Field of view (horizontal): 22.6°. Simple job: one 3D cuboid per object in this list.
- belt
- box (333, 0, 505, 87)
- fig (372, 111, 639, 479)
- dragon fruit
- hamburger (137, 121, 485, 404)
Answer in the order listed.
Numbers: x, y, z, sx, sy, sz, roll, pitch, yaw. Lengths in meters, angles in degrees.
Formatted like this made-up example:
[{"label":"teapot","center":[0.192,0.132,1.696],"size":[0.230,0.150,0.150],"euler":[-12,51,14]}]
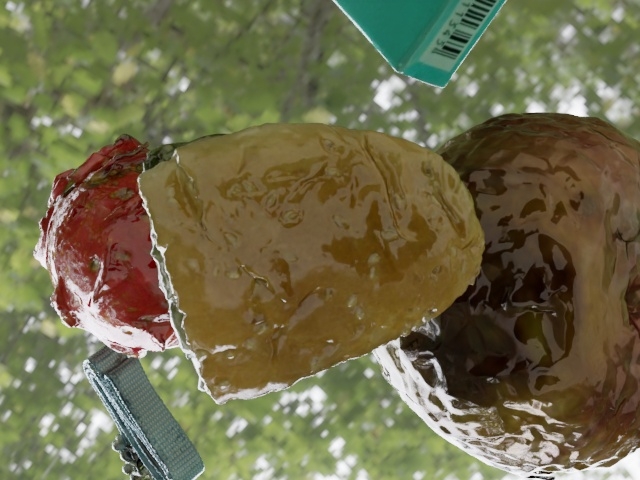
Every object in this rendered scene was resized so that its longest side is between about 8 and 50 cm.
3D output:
[{"label":"belt","center":[-0.199,0.192,1.733],"size":[0.065,0.100,0.179],"euler":[-36,-76,-32]},{"label":"box","center":[0.067,-0.204,0.709],"size":[0.042,0.226,0.161],"euler":[12,-150,-46]},{"label":"fig","center":[0.117,0.046,1.290],"size":[0.286,0.368,0.286],"euler":[2,-94,-39]},{"label":"dragon fruit","center":[-0.169,0.022,1.601],"size":[0.268,0.205,0.210],"euler":[28,-118,37]},{"label":"hamburger","center":[0.000,0.000,0.976],"size":[0.207,0.155,0.135],"euler":[-10,-139,0]}]
